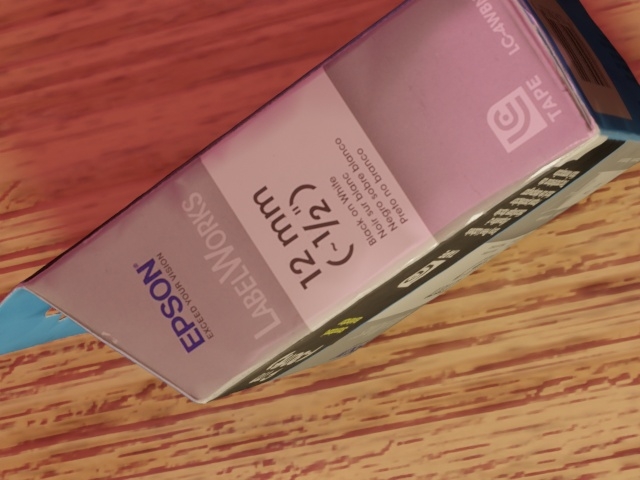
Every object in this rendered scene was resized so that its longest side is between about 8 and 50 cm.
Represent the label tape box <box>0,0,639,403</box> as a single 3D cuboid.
[{"bbox_3d":[0.000,0.000,1.013,0.347,0.249,0.115,-37,82,15],"label":"label tape box"}]
